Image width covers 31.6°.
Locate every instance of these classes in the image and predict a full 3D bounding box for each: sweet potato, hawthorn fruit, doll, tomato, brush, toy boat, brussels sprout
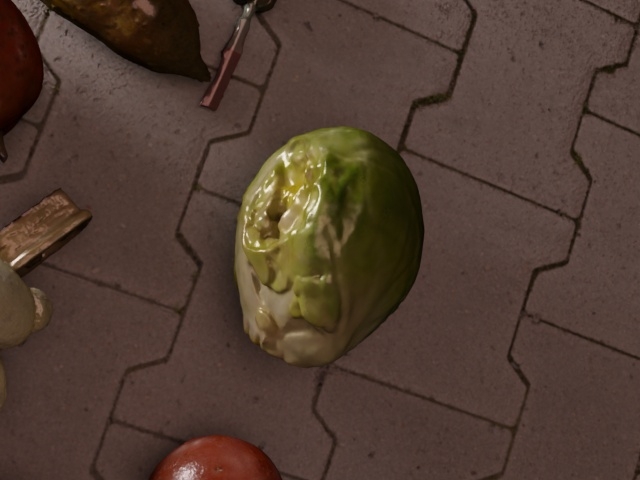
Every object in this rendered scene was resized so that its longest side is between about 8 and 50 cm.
[{"bbox_3d":[-0.291,-0.353,1.600,0.370,0.158,0.157,37,76,-11],"label":"sweet potato"},{"bbox_3d":[-0.472,-0.220,1.506,0.215,0.215,0.249,-24,92,-18],"label":"hawthorn fruit"},{"bbox_3d":[-0.482,0.143,1.434,0.175,0.149,0.278,43,69,-32],"label":"doll"},{"bbox_3d":[-0.148,0.372,1.573,0.208,0.184,0.208,-7,123,-11],"label":"tomato"},{"bbox_3d":[-0.113,-0.336,1.702,0.084,0.071,0.301,24,85,-18],"label":"brush"},{"bbox_3d":[-0.408,0.007,1.555,0.188,0.116,0.061,-40,94,-19],"label":"toy boat"},{"bbox_3d":[0.000,0.000,1.595,0.268,0.344,0.344,24,76,24],"label":"brussels sprout"}]
